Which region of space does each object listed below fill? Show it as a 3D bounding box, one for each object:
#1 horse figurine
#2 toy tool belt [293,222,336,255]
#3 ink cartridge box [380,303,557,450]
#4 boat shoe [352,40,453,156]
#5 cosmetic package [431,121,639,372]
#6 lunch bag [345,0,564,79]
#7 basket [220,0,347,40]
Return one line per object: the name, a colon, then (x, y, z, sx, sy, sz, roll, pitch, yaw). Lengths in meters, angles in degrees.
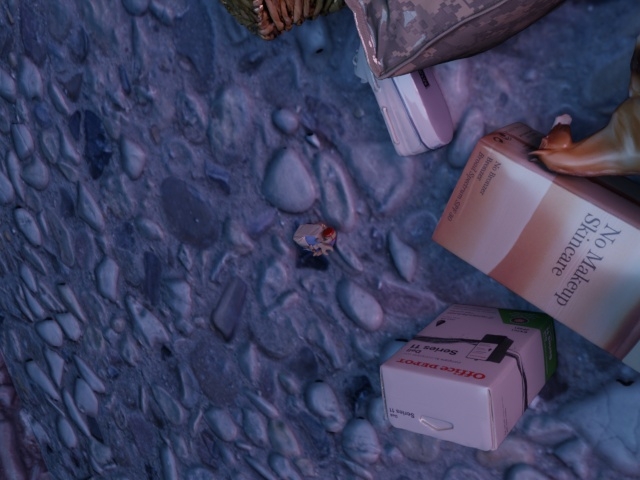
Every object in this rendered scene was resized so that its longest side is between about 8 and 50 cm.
horse figurine: (0.365, -0.097, 0.630, 0.263, 0.066, 0.174, 31, 87, 14)
toy tool belt: (0.000, 0.000, 1.037, 0.083, 0.052, 0.051, 3, 142, 41)
ink cartridge box: (0.195, 0.165, 0.837, 0.153, 0.208, 0.086, 3, 111, 38)
boat shoe: (0.082, -0.229, 0.832, 0.084, 0.095, 0.257, -18, 96, 38)
cosmetic package: (0.298, 0.003, 0.737, 0.296, 0.129, 0.153, 33, 124, 23)
lunch bag: (0.185, -0.295, 0.625, 0.287, 0.235, 0.168, -21, 95, 42)
basket: (-0.050, -0.411, 0.804, 0.299, 0.223, 0.213, 53, 168, 32)
